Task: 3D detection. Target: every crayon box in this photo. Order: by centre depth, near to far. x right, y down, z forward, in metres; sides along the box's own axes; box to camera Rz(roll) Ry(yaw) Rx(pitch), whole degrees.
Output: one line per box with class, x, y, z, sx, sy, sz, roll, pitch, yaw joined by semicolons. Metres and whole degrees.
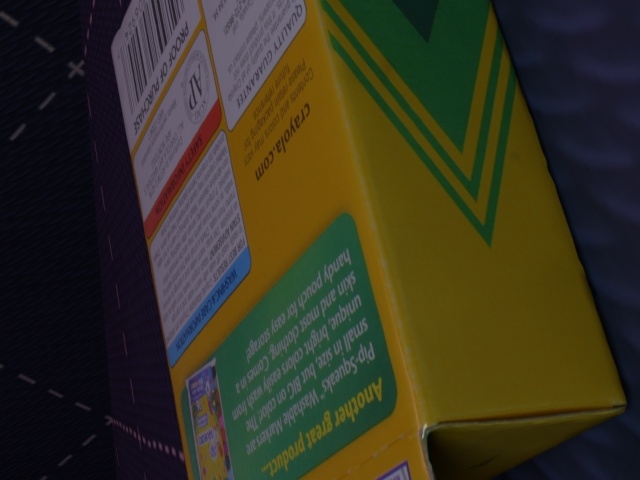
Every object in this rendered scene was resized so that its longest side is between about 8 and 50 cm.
crayon box;0.000;0.000;0.454;0.203;0.083;0.323;-48;49;53
